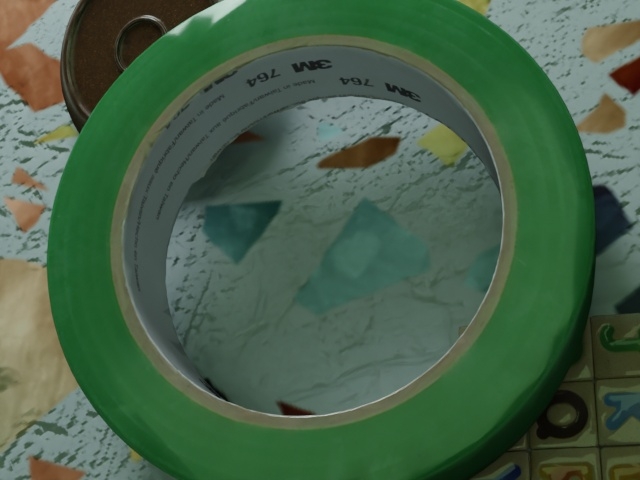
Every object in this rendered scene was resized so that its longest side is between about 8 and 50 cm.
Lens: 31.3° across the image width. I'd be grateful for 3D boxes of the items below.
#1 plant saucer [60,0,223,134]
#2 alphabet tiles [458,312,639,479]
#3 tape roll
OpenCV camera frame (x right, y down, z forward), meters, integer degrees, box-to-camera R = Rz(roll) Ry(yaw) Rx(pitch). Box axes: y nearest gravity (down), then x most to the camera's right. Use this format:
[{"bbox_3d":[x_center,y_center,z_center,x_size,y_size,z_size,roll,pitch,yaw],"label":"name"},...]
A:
[{"bbox_3d":[-0.122,-0.134,0.817,0.168,0.029,0.168,-3,83,23],"label":"plant saucer"},{"bbox_3d":[0.176,0.151,0.626,0.198,0.009,0.237,-5,64,15],"label":"alphabet tiles"},{"bbox_3d":[0.000,0.000,0.684,0.321,0.077,0.321,-4,71,13],"label":"tape roll"}]
